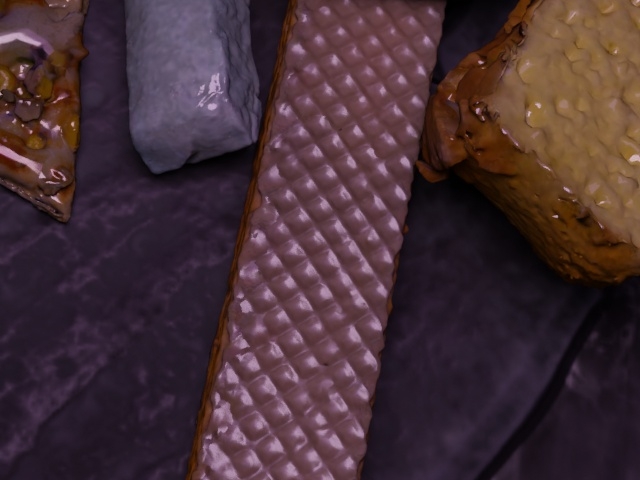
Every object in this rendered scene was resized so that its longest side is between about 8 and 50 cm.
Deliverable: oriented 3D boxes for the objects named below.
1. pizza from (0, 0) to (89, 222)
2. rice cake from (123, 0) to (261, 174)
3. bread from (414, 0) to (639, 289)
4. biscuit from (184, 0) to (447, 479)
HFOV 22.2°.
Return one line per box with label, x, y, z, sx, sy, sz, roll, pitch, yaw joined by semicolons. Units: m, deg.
pizza;-0.191;-0.086;0.899;0.185;0.036;0.176;-16;73;-19
rice cake;-0.075;-0.141;0.926;0.069;0.063;0.206;-13;69;24
bread;0.163;-0.075;0.926;0.160;0.147;0.260;46;52;-2
biscuit;0.000;0.000;0.901;0.094;0.054;0.378;15;66;-8
